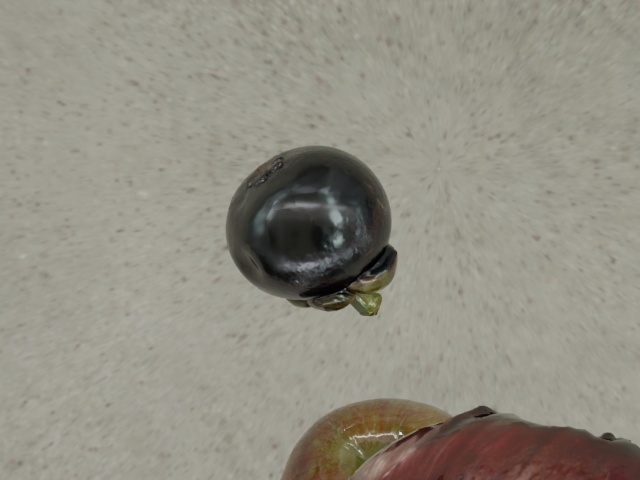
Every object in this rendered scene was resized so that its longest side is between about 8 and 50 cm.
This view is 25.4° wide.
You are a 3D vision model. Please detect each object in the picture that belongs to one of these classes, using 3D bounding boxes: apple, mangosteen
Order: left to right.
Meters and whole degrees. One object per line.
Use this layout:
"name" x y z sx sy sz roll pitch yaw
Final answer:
"mangosteen" 0.000 0.000 1.108 0.137 0.137 0.151 -32 110 6
"apple" 0.061 0.248 1.256 0.211 0.188 0.211 -7 47 8

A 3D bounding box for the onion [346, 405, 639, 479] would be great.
"onion" 0.083 0.216 0.663 0.195 0.272 0.272 -31 90 -33
